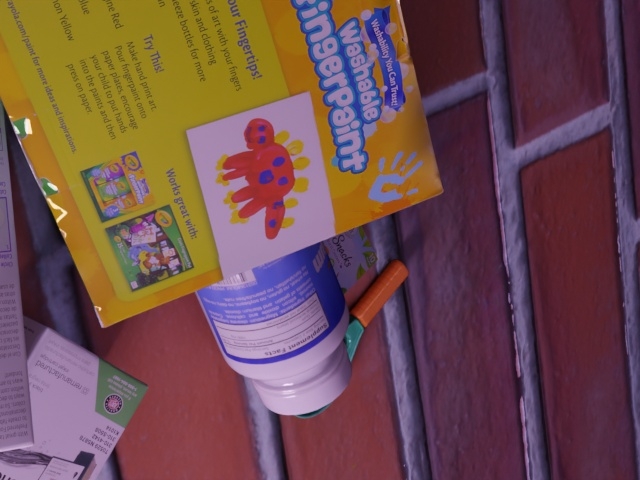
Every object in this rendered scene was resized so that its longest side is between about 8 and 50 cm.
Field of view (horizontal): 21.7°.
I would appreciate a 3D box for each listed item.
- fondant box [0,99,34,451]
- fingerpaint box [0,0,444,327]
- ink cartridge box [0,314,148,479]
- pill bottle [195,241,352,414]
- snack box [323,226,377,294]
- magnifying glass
[{"bbox_3d":[-0.393,0.039,1.495,0.238,0.096,0.330,-6,90,-41],"label":"fondant box"},{"bbox_3d":[-0.115,-0.183,1.549,0.371,0.163,0.445,-22,132,-4],"label":"fingerpaint box"},{"bbox_3d":[-0.302,0.202,1.692,0.160,0.092,0.219,37,78,-42],"label":"ink cartridge box"},{"bbox_3d":[-0.056,0.055,1.826,0.152,0.152,0.272,-40,128,-26],"label":"pill bottle"},{"bbox_3d":[0.000,0.000,1.939,0.100,0.037,0.141,-46,130,-23],"label":"snack box"},{"bbox_3d":[0.030,0.116,2.014,0.231,0.026,0.092,-51,131,-18],"label":"magnifying glass"}]
